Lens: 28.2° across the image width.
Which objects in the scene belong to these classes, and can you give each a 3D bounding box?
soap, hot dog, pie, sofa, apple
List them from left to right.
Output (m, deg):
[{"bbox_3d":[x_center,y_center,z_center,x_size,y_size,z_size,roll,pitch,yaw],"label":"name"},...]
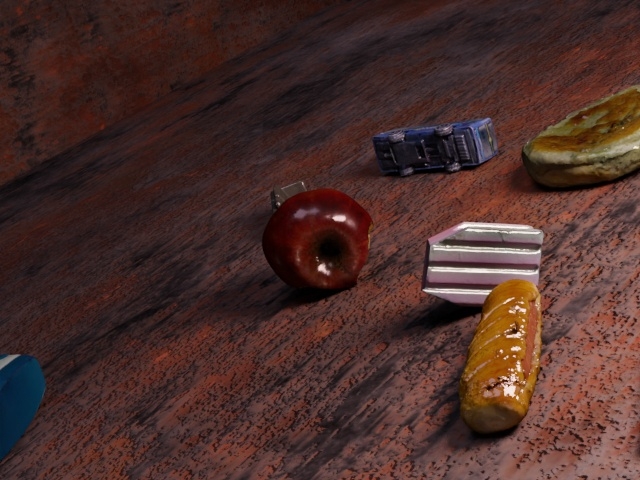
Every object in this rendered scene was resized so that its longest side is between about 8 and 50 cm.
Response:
[{"bbox_3d":[-0.040,-0.065,2.182,0.085,0.060,0.147,-20,17,4],"label":"sofa"},{"bbox_3d":[-0.005,-0.006,1.839,0.156,0.147,0.158,-42,16,5],"label":"apple"},{"bbox_3d":[0.193,0.030,1.566,0.149,0.100,0.056,2,8,-11],"label":"soap"},{"bbox_3d":[0.197,0.116,1.382,0.087,0.061,0.286,-28,14,18],"label":"hot dog"},{"bbox_3d":[0.441,-0.162,1.903,0.302,0.067,0.302,-20,17,6],"label":"pie"}]

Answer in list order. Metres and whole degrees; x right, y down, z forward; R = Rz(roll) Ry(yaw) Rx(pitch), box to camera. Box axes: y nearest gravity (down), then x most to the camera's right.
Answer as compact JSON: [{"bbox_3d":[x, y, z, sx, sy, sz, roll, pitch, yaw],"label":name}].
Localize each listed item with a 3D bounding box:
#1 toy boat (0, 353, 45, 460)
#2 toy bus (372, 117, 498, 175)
[{"bbox_3d":[-0.446,0.246,1.688,0.061,0.096,0.299,-7,23,14],"label":"toy boat"},{"bbox_3d":[0.195,-0.165,2.175,0.236,0.079,0.094,-2,24,46],"label":"toy bus"}]
